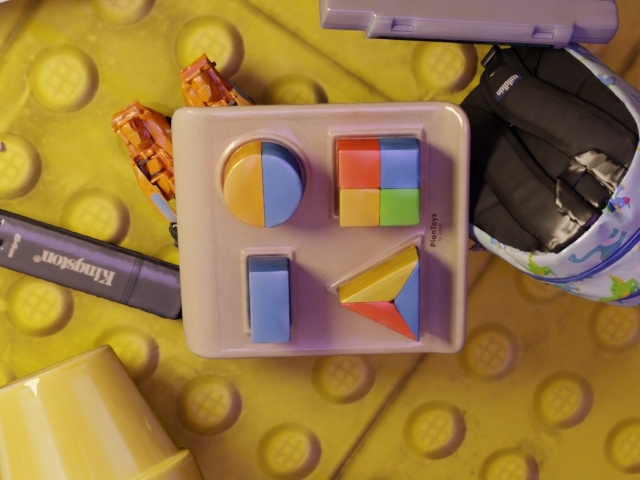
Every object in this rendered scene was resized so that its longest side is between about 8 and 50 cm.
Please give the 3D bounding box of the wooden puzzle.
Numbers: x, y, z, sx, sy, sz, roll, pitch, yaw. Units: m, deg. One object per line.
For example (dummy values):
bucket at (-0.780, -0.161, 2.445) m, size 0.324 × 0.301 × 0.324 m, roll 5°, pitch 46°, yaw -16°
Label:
wooden puzzle at (0.000, 0.000, 1.678) m, size 0.348 × 0.080 × 0.322 m, roll 0°, pitch 112°, yaw 3°

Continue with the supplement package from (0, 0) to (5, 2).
supplement package at (-0.418, -0.314, 1.632) m, size 0.179 × 0.105 × 0.105 m, roll -16°, pitch 106°, yaw -5°

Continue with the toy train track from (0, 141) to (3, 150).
toy train track at (-0.428, -0.106, 1.729) m, size 0.083 × 0.014 × 0.048 m, roll -12°, pitch 105°, yaw -6°

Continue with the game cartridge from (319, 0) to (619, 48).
game cartridge at (0.170, -0.342, 1.695) m, size 0.355 × 0.068 × 0.230 m, roll 2°, pitch 73°, yaw -10°

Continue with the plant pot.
plant pot at (-0.289, 0.266, 1.736) m, size 0.254 × 0.254 × 0.239 m, roll -22°, pitch 92°, yaw -4°

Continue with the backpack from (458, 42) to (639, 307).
backpack at (0.299, -0.075, 1.686) m, size 0.273 × 0.355 × 0.290 m, roll 39°, pitch 94°, yaw -17°

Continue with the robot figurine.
robot figurine at (-0.118, -0.069, 1.752) m, size 0.211 × 0.085 × 0.291 m, roll -33°, pitch 107°, yaw 8°

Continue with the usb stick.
usb stick at (-0.291, 0.030, 1.766) m, size 0.278 × 0.045 × 0.077 m, roll 19°, pitch 118°, yaw -13°
